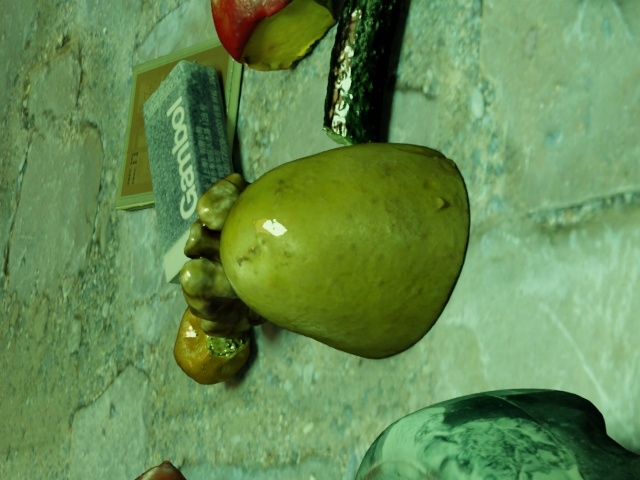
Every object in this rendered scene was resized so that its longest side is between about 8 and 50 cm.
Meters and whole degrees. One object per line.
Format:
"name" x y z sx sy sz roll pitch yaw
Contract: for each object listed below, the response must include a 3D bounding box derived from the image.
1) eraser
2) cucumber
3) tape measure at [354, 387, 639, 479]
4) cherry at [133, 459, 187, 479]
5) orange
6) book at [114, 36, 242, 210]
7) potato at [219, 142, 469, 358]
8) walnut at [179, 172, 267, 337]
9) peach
"eraser" -0.128 -0.067 1.508 0.092 0.046 0.212 -42 49 45
"cucumber" 0.043 -0.183 1.288 0.058 0.052 0.215 10 88 30
"tape measure" 0.123 0.225 0.906 0.256 0.147 0.275 37 131 56
"cherry" -0.145 0.313 1.317 0.175 0.192 0.250 -7 63 22
"orange" -0.099 0.094 1.425 0.086 0.062 0.086 -18 64 40
"book" -0.152 -0.123 1.622 0.241 0.018 0.170 -6 76 57
"potato" 0.000 0.000 1.206 0.203 0.158 0.178 6 87 55
"walnut" -0.067 0.017 1.331 0.069 0.170 0.143 11 86 17
"peach" -0.045 -0.235 1.404 0.118 0.151 0.151 -10 65 10
